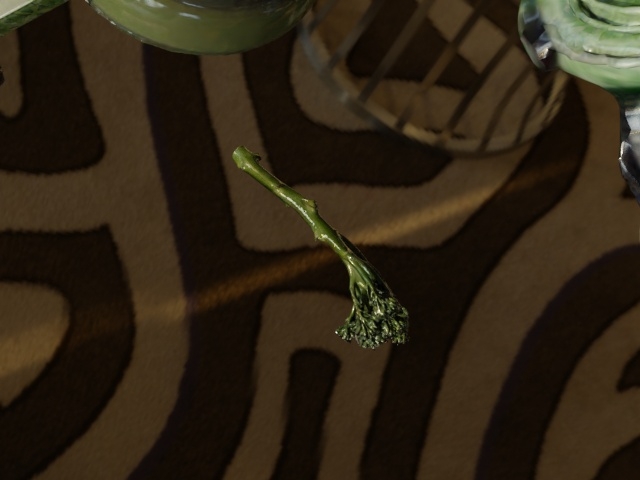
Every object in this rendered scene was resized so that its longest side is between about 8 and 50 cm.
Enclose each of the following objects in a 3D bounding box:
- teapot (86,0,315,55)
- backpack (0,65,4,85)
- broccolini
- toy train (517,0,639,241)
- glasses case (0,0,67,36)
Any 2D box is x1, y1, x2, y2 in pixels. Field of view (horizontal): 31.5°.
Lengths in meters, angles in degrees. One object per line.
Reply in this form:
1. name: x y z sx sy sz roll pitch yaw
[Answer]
1. teapot: -0.055 -0.281 0.618 0.270 0.337 0.200 33 63 -9
2. backpack: -0.591 -0.196 1.370 0.353 0.201 0.378 -30 67 3
3. broccolini: 0.004 -0.003 0.837 0.054 0.052 0.194 -28 78 -36
4. toy train: 0.225 -0.112 0.422 0.173 0.248 0.307 52 44 -39
5. glasses case: -0.327 -0.237 1.065 0.272 0.062 0.095 -25 88 13
